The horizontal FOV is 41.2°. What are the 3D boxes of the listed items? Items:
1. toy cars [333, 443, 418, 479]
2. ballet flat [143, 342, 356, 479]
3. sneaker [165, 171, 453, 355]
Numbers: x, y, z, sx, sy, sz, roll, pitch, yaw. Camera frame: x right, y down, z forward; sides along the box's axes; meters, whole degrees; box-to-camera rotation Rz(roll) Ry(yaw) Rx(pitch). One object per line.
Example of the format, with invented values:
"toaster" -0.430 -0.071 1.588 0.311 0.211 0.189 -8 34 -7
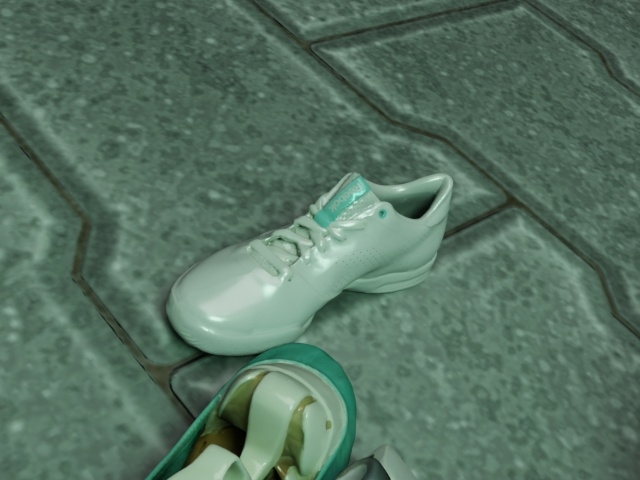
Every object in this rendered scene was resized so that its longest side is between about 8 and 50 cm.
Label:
"toy cars" 0.043 0.247 0.290 0.176 0.087 0.393 39 22 -45
"ballet flat" -0.037 0.115 0.405 0.083 0.087 0.247 30 41 9
"sneaker" 0.000 0.000 0.539 0.212 0.094 0.080 -20 57 -37
